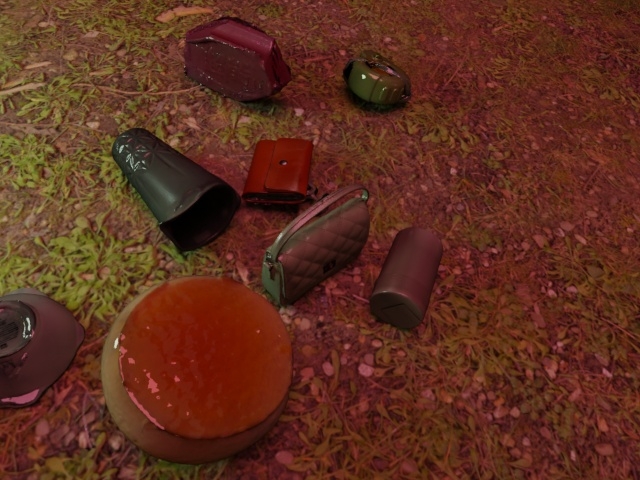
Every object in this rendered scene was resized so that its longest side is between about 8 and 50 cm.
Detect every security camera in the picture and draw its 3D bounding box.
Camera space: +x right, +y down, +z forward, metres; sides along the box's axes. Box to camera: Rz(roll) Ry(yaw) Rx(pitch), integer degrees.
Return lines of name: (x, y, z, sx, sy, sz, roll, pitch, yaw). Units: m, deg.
security camera: (-0.023, -0.106, 1.134, 0.092, 0.058, 0.058, 37, 55, 27)

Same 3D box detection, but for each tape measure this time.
tape measure: (0.156, -0.445, 1.386, 0.200, 0.106, 0.175, 42, 43, 18)

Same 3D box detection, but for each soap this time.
soap: (-0.210, -0.460, 1.278, 0.289, 0.182, 0.112, 26, 57, 10)

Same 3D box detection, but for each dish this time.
dish: (-0.528, 0.163, 0.815, 0.246, 0.078, 0.224, -10, 57, -17)

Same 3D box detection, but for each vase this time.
vase: (-0.306, -0.121, 1.041, 0.301, 0.156, 0.251, 40, 29, 26)

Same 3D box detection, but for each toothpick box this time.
toothpick box: (0.175, 0.072, 0.997, 0.111, 0.111, 0.180, 23, 52, 6)

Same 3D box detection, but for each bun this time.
bun: (-0.196, 0.202, 0.796, 0.299, 0.165, 0.299, 17, 49, -20)

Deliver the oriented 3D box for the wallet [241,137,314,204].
wallet: (-0.094, -0.164, 1.143, 0.142, 0.045, 0.204, 2, 45, 4)

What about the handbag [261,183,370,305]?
handbag: (0.000, 0.000, 0.949, 0.256, 0.219, 0.079, -33, 63, -28)
